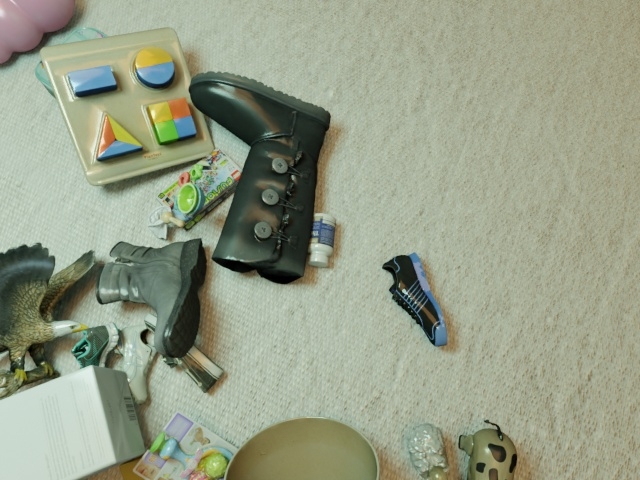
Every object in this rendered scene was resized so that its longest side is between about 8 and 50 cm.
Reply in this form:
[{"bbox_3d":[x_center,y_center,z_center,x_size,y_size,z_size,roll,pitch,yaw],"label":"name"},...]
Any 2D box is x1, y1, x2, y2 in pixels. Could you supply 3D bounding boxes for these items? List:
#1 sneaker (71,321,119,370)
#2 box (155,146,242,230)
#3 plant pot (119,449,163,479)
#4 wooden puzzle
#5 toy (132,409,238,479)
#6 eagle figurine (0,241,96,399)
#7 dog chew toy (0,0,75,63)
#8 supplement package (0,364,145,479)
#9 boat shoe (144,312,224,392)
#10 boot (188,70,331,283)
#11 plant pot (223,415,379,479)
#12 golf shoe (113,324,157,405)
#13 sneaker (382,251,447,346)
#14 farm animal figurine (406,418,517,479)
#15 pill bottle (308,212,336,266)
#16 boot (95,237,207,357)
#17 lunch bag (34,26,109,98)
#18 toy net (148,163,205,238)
[{"bbox_3d":[-0.500,0.244,0.987,0.065,0.076,0.167,40,109,35],"label":"sneaker"},{"bbox_3d":[-0.300,-0.133,1.171,0.207,0.036,0.114,-43,78,-14],"label":"box"},{"bbox_3d":[-0.351,0.481,0.941,0.081,0.081,0.084,-15,79,-7],"label":"plant pot"},{"bbox_3d":[-0.460,-0.340,1.126,0.321,0.080,0.348,-20,96,-21],"label":"wooden puzzle"},{"bbox_3d":[-0.232,0.465,0.916,0.237,0.056,0.137,40,74,-12],"label":"toy"},{"bbox_3d":[-0.604,0.156,0.977,0.225,0.226,0.299,3,86,-38],"label":"eagle figurine"},{"bbox_3d":[-0.832,-0.614,1.238,0.206,0.207,0.332,38,82,10],"label":"dog chew toy"},{"bbox_3d":[-0.511,0.372,0.845,0.292,0.175,0.178,-20,73,-10],"label":"supplement package"},{"bbox_3d":[-0.318,0.248,1.020,0.219,0.078,0.070,38,73,9],"label":"boat shoe"},{"bbox_3d":[-0.182,-0.148,1.099,0.366,0.146,0.446,13,76,-8],"label":"boot"},{"bbox_3d":[-0.027,0.505,0.866,0.283,0.284,0.191,-6,108,-4],"label":"plant pot"},{"bbox_3d":[-0.399,0.269,1.018,0.085,0.069,0.176,-18,74,-14],"label":"golf shoe"},{"bbox_3d":[0.217,0.143,1.075,0.090,0.081,0.233,-16,66,-4],"label":"sneaker"},{"bbox_3d":[0.351,0.524,0.896,0.329,0.172,0.327,-3,71,-3],"label":"farm animal figurine"},{"bbox_3d":[0.000,0.000,1.118,0.066,0.067,0.120,6,71,0],"label":"pill bottle"},{"bbox_3d":[-0.378,0.124,0.997,0.222,0.118,0.338,-4,34,-3],"label":"boot"},{"bbox_3d":[-0.590,-0.436,1.226,0.279,0.108,0.224,34,74,8],"label":"lunch bag"},{"bbox_3d":[-0.348,-0.084,1.073,0.232,0.045,0.122,-28,70,34],"label":"toy net"}]
